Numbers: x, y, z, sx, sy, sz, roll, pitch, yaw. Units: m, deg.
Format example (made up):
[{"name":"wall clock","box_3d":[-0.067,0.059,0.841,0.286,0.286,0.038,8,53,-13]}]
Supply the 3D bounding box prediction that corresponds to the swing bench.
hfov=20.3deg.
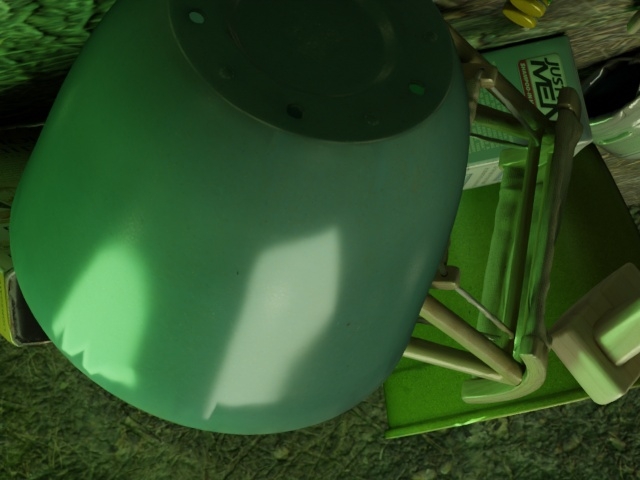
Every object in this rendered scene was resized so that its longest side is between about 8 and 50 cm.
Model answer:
[{"name":"swing bench","box_3d":[0.116,-0.022,1.543,0.254,0.253,0.165,24,155,-32]}]

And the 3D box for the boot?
[{"name":"boot","box_3d":[0.388,-0.168,1.931,0.258,0.095,0.123,-31,149,32]}]

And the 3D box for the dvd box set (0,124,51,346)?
[{"name":"dvd box set","box_3d":[-0.170,-0.023,1.431,0.307,0.062,0.420,-8,-162,-27]}]

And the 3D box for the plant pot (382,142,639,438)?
[{"name":"plant pot","box_3d":[0.216,0.019,2.063,0.366,0.353,0.366,-12,175,-1]}]

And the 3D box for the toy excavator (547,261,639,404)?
[{"name":"toy excavator","box_3d":[0.422,-0.060,1.492,0.445,0.222,0.433,-37,179,-22]}]

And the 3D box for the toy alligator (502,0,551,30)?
[{"name":"toy alligator","box_3d":[0.153,-0.196,1.362,0.051,0.056,0.190,30,175,1]}]

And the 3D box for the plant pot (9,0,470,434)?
[{"name":"plant pot","box_3d":[-0.037,-0.061,1.153,0.293,0.293,0.235,-10,147,-27]}]

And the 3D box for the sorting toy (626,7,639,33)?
[{"name":"sorting toy","box_3d":[0.394,-0.228,1.608,0.208,0.038,0.193,-12,174,-4]}]

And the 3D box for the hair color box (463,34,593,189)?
[{"name":"hair color box","box_3d":[0.069,-0.099,1.803,0.374,0.114,0.185,-12,175,-1]}]
